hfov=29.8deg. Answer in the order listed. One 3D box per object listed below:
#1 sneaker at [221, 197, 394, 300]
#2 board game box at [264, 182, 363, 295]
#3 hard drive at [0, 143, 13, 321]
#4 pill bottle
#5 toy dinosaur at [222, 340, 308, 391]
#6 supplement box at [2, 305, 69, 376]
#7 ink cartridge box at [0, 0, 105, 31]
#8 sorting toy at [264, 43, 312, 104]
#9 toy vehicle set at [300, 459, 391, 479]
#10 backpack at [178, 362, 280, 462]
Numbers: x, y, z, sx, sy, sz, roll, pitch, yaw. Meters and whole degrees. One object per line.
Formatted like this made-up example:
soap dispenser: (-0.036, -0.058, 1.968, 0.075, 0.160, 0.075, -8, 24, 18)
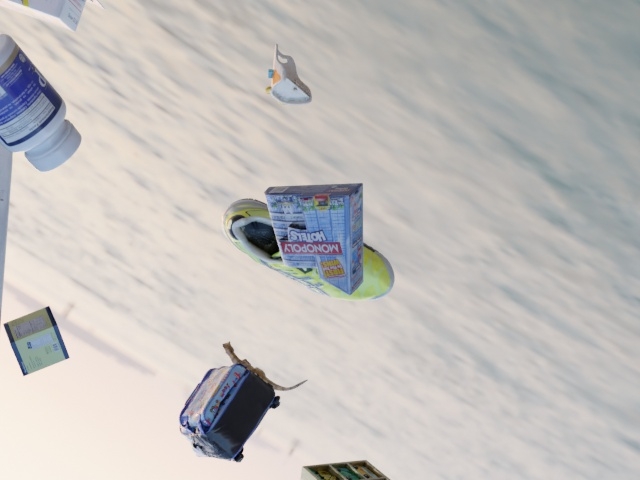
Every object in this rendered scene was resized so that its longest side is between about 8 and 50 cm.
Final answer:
sneaker: (-0.031, 0.038, 2.494, 0.385, 0.145, 0.147, 20, -170, -2)
board game box: (0.000, 0.000, 2.126, 0.194, 0.060, 0.194, -1, 114, 31)
hard drive: (-0.535, -0.008, 1.825, 0.040, 0.318, 0.210, 3, 178, 10)
pill bottle: (-0.431, -0.192, 1.724, 0.112, 0.112, 0.186, 20, 153, 50)
toy dinosaur: (-0.123, 0.280, 2.411, 0.211, 0.064, 0.112, 28, 147, 24)
supplement box: (-0.480, 0.170, 2.034, 0.056, 0.083, 0.083, -127, 20, -47)
ink cartridge box: (-0.504, -0.440, 2.194, 0.198, 0.067, 0.115, 19, 179, 5)
sorting toy: (-0.052, -0.242, 1.737, 0.045, 0.075, 0.083, -13, 158, 23)
toy vehicle set: (0.093, 0.540, 2.535, 0.166, 0.035, 0.267, 0, -164, -31)
backpack: (-0.177, 0.297, 2.082, 0.117, 0.158, 0.173, 44, 152, -18)
